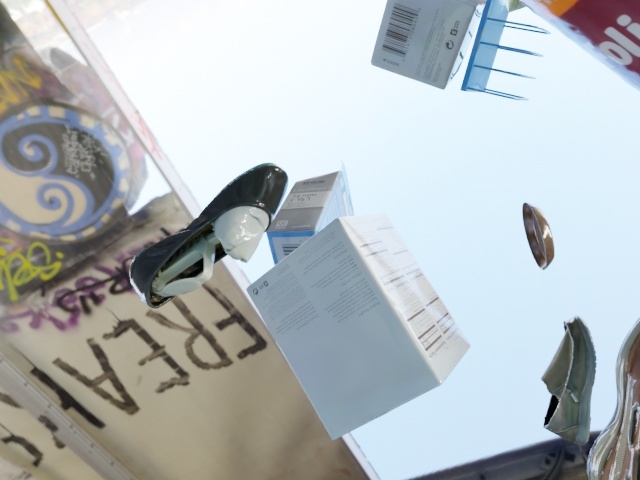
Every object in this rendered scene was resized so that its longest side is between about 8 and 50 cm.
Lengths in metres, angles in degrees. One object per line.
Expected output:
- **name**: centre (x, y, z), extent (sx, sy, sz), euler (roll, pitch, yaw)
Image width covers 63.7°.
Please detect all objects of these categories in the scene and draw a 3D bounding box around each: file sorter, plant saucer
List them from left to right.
- **file sorter**: centre (0.341, -0.343, 0.923), extent (0.104, 0.171, 0.118), euler (25, -155, 28)
- **plant saucer**: centre (0.515, -0.014, 1.213), extent (0.029, 0.169, 0.169), euler (-15, -150, 11)

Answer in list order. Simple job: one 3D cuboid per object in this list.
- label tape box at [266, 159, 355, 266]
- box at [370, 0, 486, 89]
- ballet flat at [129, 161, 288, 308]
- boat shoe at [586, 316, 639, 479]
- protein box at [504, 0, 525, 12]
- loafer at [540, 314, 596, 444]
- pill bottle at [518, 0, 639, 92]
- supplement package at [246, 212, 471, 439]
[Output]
- **label tape box**: centre (0.000, 0.000, 1.163), extent (0.115, 0.249, 0.348), euler (-4, -150, 14)
- **box**: centre (0.129, -0.254, 0.620), extent (0.101, 0.101, 0.087), euler (24, -141, 11)
- **ballet flat**: centre (-0.148, 0.006, 0.728), extent (0.280, 0.095, 0.096), euler (-36, -128, 12)
- **boat shoe**: centre (0.439, 0.224, 0.639), extent (0.122, 0.325, 0.116), euler (5, -164, 2)
- **protein box**: centre (0.330, -0.466, 0.701), extent (0.199, 0.201, 0.136), euler (-18, 169, 3)
- **loafer**: centre (0.473, 0.268, 0.992), extent (0.087, 0.252, 0.094), euler (2, -177, 18)
- **pill bottle**: centre (0.295, -0.271, 0.440), extent (0.224, 0.392, 0.224), euler (-55, -176, 5)
- **supplement package**: centre (0.064, 0.121, 0.812), extent (0.199, 0.263, 0.198), euler (-37, 168, 26)
